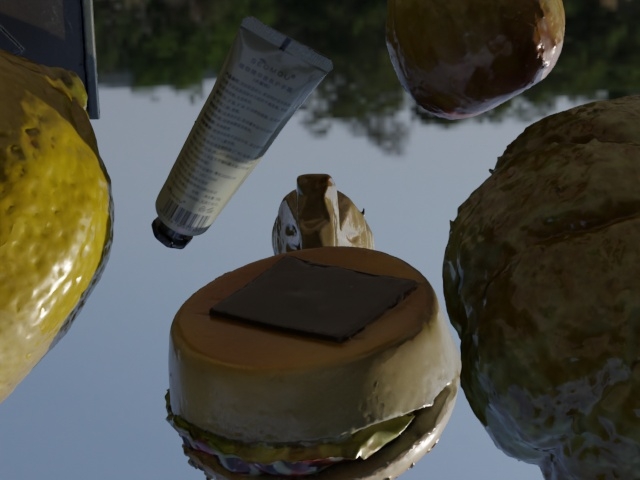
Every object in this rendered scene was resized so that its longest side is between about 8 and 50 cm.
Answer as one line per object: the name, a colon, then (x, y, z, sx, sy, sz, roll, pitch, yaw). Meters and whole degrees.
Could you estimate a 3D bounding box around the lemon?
lemon: (-0.332, -0.006, 1.304, 0.336, 0.336, 0.336, -2, -171, 0)

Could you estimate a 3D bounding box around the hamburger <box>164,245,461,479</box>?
hamburger: (-0.011, 0.132, 1.509, 0.300, 0.176, 0.300, -9, -156, 4)

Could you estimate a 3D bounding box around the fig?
fig: (0.120, -0.236, 1.357, 0.159, 0.257, 0.159, -16, -170, 3)

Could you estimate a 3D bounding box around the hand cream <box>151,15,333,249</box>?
hand cream: (-0.076, -0.081, 1.290, 0.080, 0.234, 0.050, 26, -142, -13)

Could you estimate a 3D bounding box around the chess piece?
chess piece: (0.000, 0.000, 1.810, 0.137, 0.137, 0.301, -2, 179, 1)

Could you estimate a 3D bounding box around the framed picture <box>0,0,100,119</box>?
framed picture: (-0.343, -0.218, 1.676, 0.213, 0.016, 0.289, -1, 148, -6)

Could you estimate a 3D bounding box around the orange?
orange: (0.206, 0.055, 1.247, 0.210, 0.369, 0.271, 1, 145, -16)
